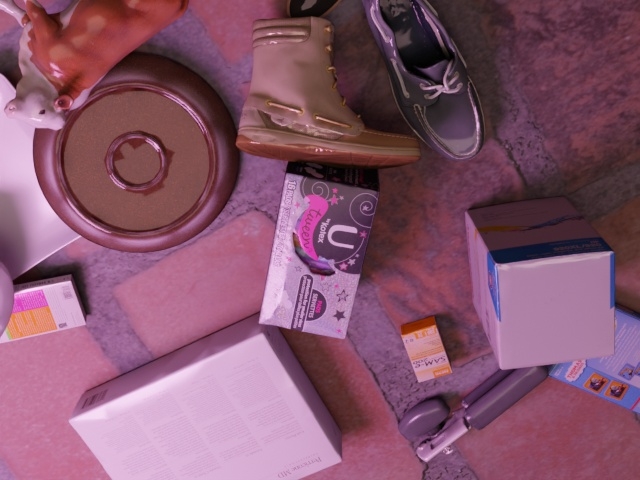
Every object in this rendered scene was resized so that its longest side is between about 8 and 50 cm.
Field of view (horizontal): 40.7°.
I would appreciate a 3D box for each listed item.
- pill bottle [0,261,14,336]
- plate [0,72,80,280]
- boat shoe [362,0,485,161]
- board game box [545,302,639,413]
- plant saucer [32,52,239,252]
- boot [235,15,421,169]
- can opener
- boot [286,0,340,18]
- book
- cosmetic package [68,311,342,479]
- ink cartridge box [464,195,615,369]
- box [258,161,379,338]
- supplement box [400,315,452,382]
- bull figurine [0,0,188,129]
[{"bbox_3d":[-0.633,0.079,1.324,0.283,0.160,0.160,9,114,20],"label":"pill bottle"},{"bbox_3d":[-0.510,-0.085,1.351,0.277,0.045,0.278,-31,110,14],"label":"plate"},{"bbox_3d":[0.152,-0.243,1.249,0.116,0.099,0.319,-25,110,10],"label":"boat shoe"},{"bbox_3d":[0.511,0.197,1.463,0.212,0.039,0.160,23,111,-9],"label":"board game box"},{"bbox_3d":[-0.276,-0.123,1.302,0.311,0.050,0.310,-3,107,-9],"label":"plant saucer"},{"bbox_3d":[0.021,-0.210,1.228,0.262,0.095,0.203,6,80,-3],"label":"boot"},{"bbox_3d":[0.261,0.280,1.481,0.280,0.074,0.093,-38,107,15],"label":"can opener"},{"bbox_3d":[0.021,-0.371,1.176,0.077,0.137,0.198,35,110,-14],"label":"boot"},{"bbox_3d":[-0.469,0.111,1.418,0.144,0.035,0.096,-10,128,-5],"label":"book"},{"bbox_3d":[-0.191,0.322,1.491,0.377,0.097,0.284,-25,109,11],"label":"cosmetic package"},{"bbox_3d":[0.324,0.056,1.301,0.168,0.232,0.171,-8,112,2],"label":"ink cartridge box"},{"bbox_3d":[0.000,0.000,1.317,0.142,0.163,0.247,10,113,-2],"label":"box"},{"bbox_3d":[0.179,0.184,1.462,0.062,0.036,0.098,-19,112,9],"label":"supplement box"},{"bbox_3d":[-0.335,-0.297,1.198,0.310,0.101,0.188,-41,108,-11],"label":"bull figurine"}]
